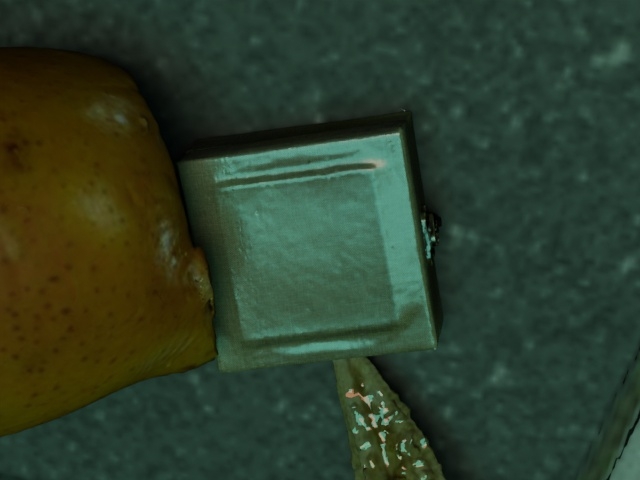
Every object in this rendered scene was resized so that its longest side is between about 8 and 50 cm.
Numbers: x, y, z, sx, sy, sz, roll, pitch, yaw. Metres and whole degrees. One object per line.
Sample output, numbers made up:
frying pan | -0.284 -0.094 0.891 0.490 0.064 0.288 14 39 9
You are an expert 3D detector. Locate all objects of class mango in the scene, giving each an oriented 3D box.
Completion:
mango | -0.164 0.010 0.494 0.252 0.154 0.126 -11 98 -2

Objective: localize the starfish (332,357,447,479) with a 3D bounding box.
starfish | 0.055 0.170 0.561 0.236 0.062 0.277 -31 104 22

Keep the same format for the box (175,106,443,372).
box | 0.000 0.000 0.518 0.083 0.035 0.079 -6 106 10
